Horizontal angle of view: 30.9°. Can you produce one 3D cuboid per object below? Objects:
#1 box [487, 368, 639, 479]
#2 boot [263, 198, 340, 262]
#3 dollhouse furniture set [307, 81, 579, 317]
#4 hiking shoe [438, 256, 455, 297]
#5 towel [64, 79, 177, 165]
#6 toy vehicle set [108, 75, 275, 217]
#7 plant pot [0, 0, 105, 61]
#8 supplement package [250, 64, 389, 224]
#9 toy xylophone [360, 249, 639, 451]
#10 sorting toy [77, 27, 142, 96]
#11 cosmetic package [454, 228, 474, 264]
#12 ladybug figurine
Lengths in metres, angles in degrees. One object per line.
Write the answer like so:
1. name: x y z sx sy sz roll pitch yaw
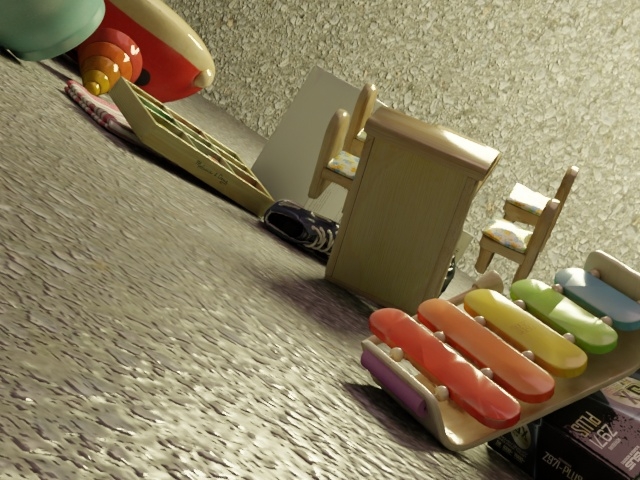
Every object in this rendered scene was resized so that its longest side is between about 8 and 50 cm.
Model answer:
1. box: 0.287 0.188 1.198 0.147 0.078 0.180 36 41 26
2. boot: 0.000 0.000 1.770 0.190 0.069 0.086 25 12 4
3. dollhouse furniture set: 0.174 -0.103 1.697 0.362 0.257 0.394 25 33 12
4. hiking shoe: 0.147 0.053 1.818 0.113 0.132 0.304 19 29 3
5. towel: -0.309 -0.187 1.813 0.144 0.029 0.197 27 8 -41
6. toy vehicle set: -0.199 -0.144 1.802 0.267 0.035 0.166 33 12 -42
7. plant pot: -0.463 -0.412 1.845 0.293 0.293 0.196 38 -19 45
8. supplement package: 0.018 -0.157 2.135 0.145 0.262 0.204 29 6 -40
9. toy xylophone: 0.176 0.097 1.160 0.322 0.081 0.236 -24 37 -33
10. sorting toy: -0.490 -0.346 1.991 0.365 0.127 0.126 28 36 -12
11. cosmetic package: 0.128 -0.033 2.255 0.296 0.153 0.129 34 5 26
12. ladybug figurine: -0.406 -0.411 2.320 0.449 0.162 0.305 33 -14 22
